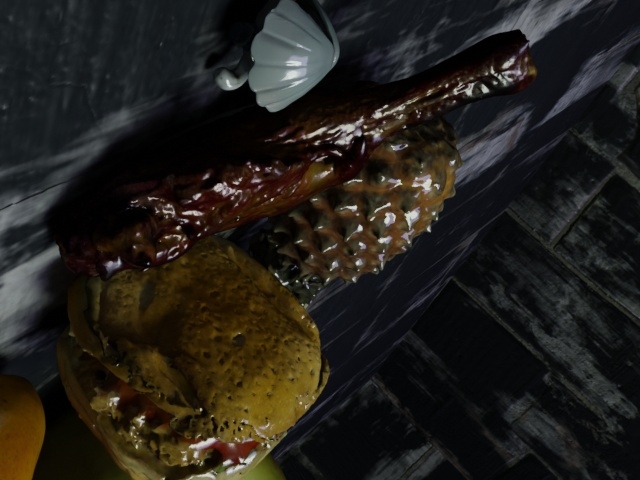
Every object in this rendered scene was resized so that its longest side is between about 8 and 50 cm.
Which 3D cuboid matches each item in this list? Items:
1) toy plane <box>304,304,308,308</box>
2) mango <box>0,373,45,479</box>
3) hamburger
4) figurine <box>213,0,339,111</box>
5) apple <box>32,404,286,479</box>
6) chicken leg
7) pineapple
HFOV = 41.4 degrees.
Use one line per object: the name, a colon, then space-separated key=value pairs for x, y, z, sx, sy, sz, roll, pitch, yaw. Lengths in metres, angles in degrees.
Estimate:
toy plane: x=-0.021 y=0.030 z=1.074 sx=0.244 sy=0.092 sz=0.229 roll=-43 pitch=168 yaw=-5
mango: x=-0.297 y=0.197 z=0.650 sx=0.154 sy=0.126 sz=0.252 roll=-49 pitch=-173 yaw=36
hamburger: x=-0.118 y=0.109 z=0.759 sx=0.244 sy=0.244 sz=0.163 roll=-25 pitch=159 yaw=-53
figurine: x=-0.031 y=-0.147 z=0.628 sx=0.086 sy=0.082 sz=0.094 roll=-14 pitch=125 yaw=-35
apple: x=-0.177 y=0.323 z=0.935 sx=0.338 sy=0.338 sz=0.305 roll=-29 pitch=172 yaw=-47
chicken leg: x=-0.020 y=-0.077 z=0.686 sx=0.407 sy=0.096 sz=0.158 roll=-24 pitch=-175 yaw=-9
pineapple: x=0.000 y=0.000 z=0.895 sx=0.175 sy=0.175 sz=0.361 roll=-26 pitch=155 yaw=-52
